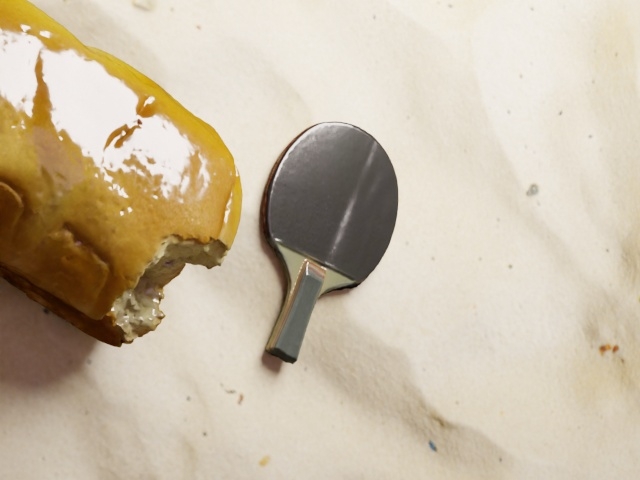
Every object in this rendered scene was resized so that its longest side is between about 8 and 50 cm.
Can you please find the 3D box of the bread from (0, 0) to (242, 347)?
[{"bbox_3d":[-0.216,-0.068,1.322,0.344,0.149,0.195,32,68,-26],"label":"bread"}]

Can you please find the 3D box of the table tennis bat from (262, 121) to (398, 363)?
[{"bbox_3d":[0.000,0.000,1.529,0.130,0.019,0.220,28,70,-26],"label":"table tennis bat"}]
